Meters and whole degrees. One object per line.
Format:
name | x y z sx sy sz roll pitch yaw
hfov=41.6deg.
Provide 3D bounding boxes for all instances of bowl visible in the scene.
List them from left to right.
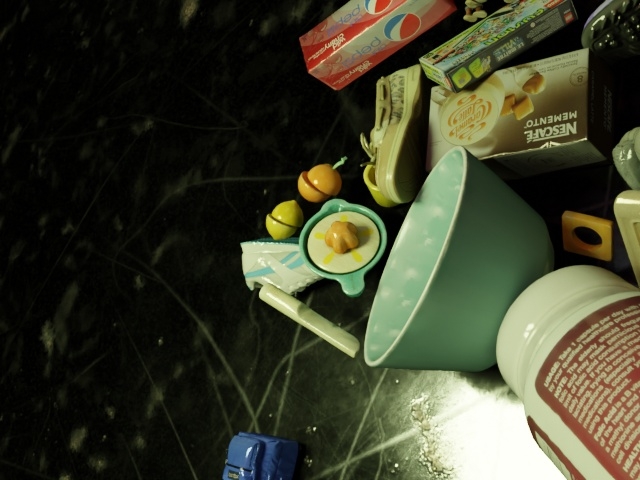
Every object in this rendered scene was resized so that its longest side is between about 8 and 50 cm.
bowl | 0.191 0.048 1.107 0.311 0.163 0.311 -158 90 -84

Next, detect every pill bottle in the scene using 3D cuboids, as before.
pill bottle | 0.348 0.188 0.850 0.224 0.224 0.392 -54 26 10

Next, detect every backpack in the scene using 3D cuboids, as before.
backpack | -0.103 0.368 1.327 0.098 0.101 0.120 0 77 47

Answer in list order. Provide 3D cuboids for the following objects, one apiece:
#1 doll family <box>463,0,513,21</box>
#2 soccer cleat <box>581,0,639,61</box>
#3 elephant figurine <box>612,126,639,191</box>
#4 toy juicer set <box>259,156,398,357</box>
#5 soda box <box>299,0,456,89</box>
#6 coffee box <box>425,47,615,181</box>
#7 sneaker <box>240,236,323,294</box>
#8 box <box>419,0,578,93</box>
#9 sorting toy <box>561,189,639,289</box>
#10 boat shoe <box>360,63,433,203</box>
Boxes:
doll family | 0.270 -0.429 1.307 0.193 0.076 0.111 -15 66 50
soccer cleat | 0.480 -0.365 1.118 0.318 0.109 0.116 -38 40 22
elephant figurine | 0.481 -0.120 0.992 0.239 0.186 0.169 -37 79 -22
toy juicer set | 0.000 0.000 1.288 0.209 0.089 0.329 10 61 18
soda box | 0.094 -0.370 1.445 0.263 0.092 0.083 -31 57 28
coffee box | 0.283 -0.166 1.202 0.247 0.098 0.141 -7 69 39
sneaker | -0.032 0.045 1.410 0.229 0.087 0.092 2 99 36
box | 0.258 -0.295 1.237 0.207 0.036 0.114 -32 27 -1
sorting toy | 0.431 0.035 0.947 0.348 0.196 0.047 7 47 42
boat shoe | 0.116 -0.161 1.294 0.089 0.104 0.285 -6 41 22
